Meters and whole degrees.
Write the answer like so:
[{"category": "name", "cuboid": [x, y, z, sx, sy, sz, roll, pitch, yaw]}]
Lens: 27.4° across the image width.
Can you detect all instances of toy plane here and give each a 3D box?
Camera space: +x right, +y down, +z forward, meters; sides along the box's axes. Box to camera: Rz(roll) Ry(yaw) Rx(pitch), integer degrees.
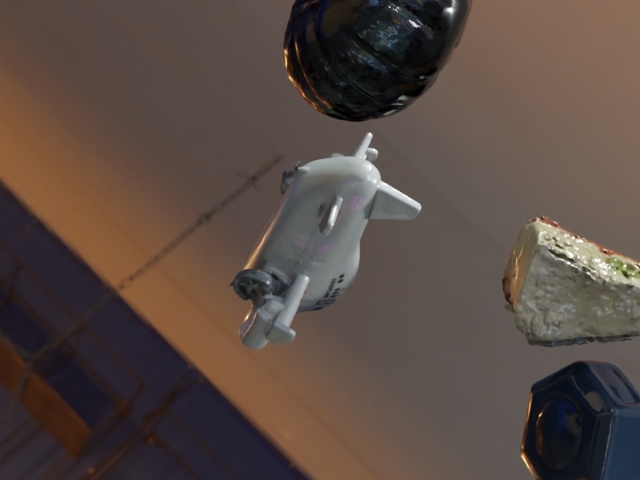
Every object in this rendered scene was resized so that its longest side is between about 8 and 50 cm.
[{"category": "toy plane", "cuboid": [-0.004, -0.002, 1.283, 0.118, 0.252, 0.252, 30, -31, -7]}]

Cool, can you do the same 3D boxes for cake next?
[{"category": "cake", "cuboid": [0.290, 0.074, 1.343, 0.220, 0.086, 0.117, 24, -69, -5]}]

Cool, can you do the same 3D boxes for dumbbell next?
[{"category": "dumbbell", "cuboid": [0.378, 0.218, 1.425, 0.144, 0.324, 0.160, 10, -89, 62]}]

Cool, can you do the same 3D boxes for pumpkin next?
[{"category": "pumpkin", "cuboid": [0.050, -0.192, 1.107, 0.194, 0.194, 0.150, 13, -6, 42]}]
